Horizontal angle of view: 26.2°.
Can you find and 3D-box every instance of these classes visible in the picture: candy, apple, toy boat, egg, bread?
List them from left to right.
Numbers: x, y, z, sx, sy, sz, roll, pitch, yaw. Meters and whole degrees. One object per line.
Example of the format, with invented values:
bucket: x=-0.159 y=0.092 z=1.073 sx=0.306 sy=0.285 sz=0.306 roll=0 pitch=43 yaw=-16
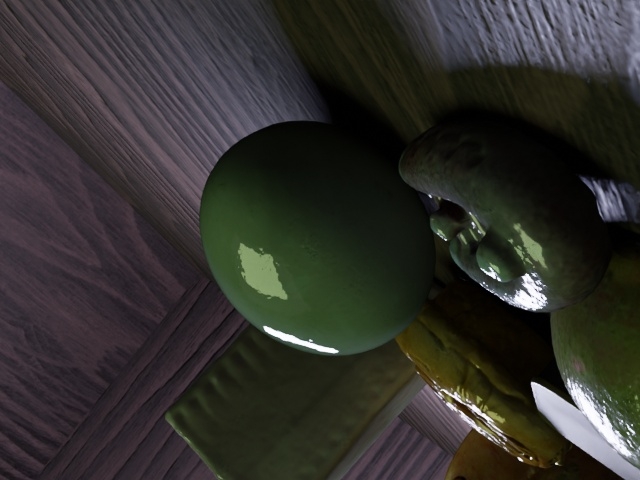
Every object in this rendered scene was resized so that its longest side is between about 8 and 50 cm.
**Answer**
egg: x=0.000 y=0.000 z=1.291 sx=0.203 sy=0.203 sz=0.283 roll=32 pitch=175 yaw=39
candy: x=0.003 y=0.169 z=1.700 sx=0.208 sy=0.358 sz=0.145 roll=40 pitch=173 yaw=19
toy boat: x=0.121 y=-0.010 z=1.009 sx=0.155 sy=0.085 sz=0.227 roll=59 pitch=166 yaw=-17
bread: x=0.183 y=0.140 z=1.501 sx=0.198 sy=0.120 sz=0.236 roll=43 pitch=178 yaw=-43
apple: x=0.277 y=0.338 z=1.778 sx=0.261 sy=0.261 sz=0.194 roll=38 pitch=-177 yaw=3
apple: x=0.252 y=0.091 z=1.021 sx=0.265 sy=0.120 sz=0.193 roll=25 pitch=153 yaw=52

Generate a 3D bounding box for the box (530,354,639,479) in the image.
box: x=0.286 y=0.157 z=1.304 sx=0.144 sy=0.090 sz=0.201 roll=35 pitch=171 yaw=22
